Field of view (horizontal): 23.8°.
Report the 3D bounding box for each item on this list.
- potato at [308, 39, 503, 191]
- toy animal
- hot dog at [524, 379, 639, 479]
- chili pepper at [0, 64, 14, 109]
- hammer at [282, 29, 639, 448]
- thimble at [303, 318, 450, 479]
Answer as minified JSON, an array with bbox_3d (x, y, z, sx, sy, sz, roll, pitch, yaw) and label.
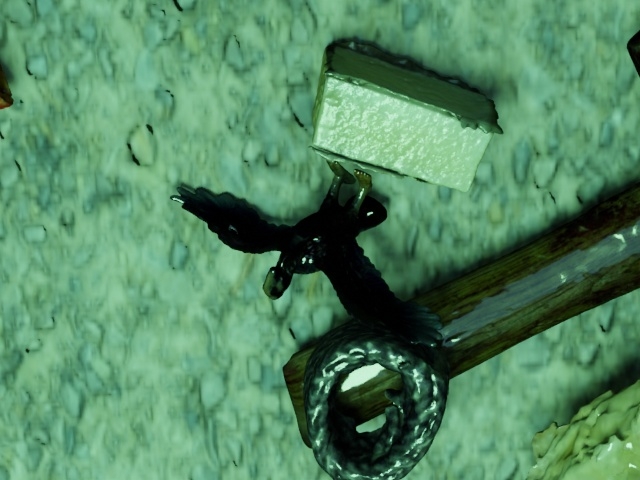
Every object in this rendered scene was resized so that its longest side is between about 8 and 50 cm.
[{"bbox_3d":[0.054,-0.080,1.003,0.122,0.086,0.061,17,115,-6],"label":"potato"},{"bbox_3d":[0.000,0.000,1.003,0.220,0.062,0.108,26,70,25],"label":"toy animal"},{"bbox_3d":[0.298,0.315,0.981,0.365,0.196,0.367,24,71,-23],"label":"hot dog"},{"bbox_3d":[-0.294,-0.089,1.008,0.169,0.065,0.088,-29,86,11],"label":"chili pepper"},{"bbox_3d":[0.155,0.022,1.034,0.409,0.095,0.242,-26,102,10],"label":"hammer"},{"bbox_3d":[0.032,0.105,0.993,0.095,0.066,0.104,36,107,-7],"label":"thimble"}]
